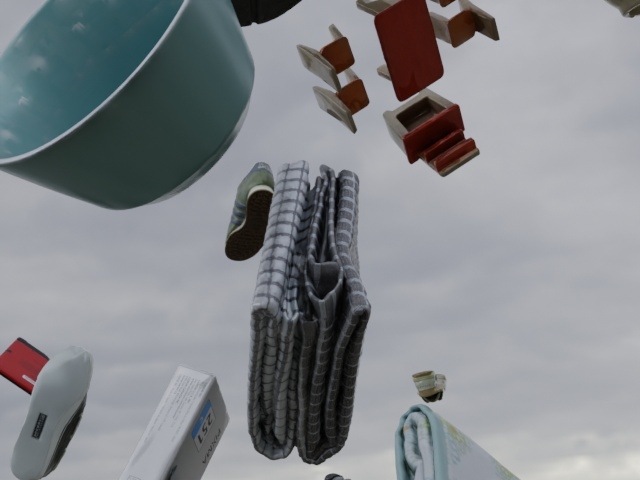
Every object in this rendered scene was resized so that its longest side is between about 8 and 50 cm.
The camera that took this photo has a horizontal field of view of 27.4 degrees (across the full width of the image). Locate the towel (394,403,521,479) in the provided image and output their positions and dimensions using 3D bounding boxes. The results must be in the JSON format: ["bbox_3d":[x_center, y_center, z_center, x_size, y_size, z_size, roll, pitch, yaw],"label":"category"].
[{"bbox_3d":[0.248,0.458,1.999,0.090,0.374,0.320,-37,-64,23],"label":"towel"}]

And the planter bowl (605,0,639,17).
[{"bbox_3d":[0.468,-0.392,1.915,0.162,0.109,0.162,-20,-8,-3],"label":"planter bowl"}]

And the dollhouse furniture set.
[{"bbox_3d":[0.137,-0.229,1.842,0.262,0.135,0.259,-33,-46,-12],"label":"dollhouse furniture set"}]

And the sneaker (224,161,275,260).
[{"bbox_3d":[-0.114,-0.053,2.188,0.064,0.086,0.192,9,-39,-14],"label":"sneaker"}]

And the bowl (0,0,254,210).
[{"bbox_3d":[-0.189,-0.151,1.330,0.312,0.311,0.163,-16,-47,35],"label":"bowl"}]

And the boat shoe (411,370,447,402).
[{"bbox_3d":[0.177,0.241,2.133,0.050,0.045,0.135,-14,-15,16],"label":"boat shoe"}]

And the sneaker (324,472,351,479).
[{"bbox_3d":[0.014,0.504,2.458,0.086,0.132,0.229,-16,-13,23],"label":"sneaker"}]

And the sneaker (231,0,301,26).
[{"bbox_3d":[-0.107,-0.401,1.700,0.447,0.169,0.257,-18,32,-31],"label":"sneaker"}]

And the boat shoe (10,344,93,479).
[{"bbox_3d":[-0.397,0.258,1.983,0.078,0.219,0.070,27,3,18],"label":"boat shoe"}]

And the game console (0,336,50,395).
[{"bbox_3d":[-0.482,0.241,2.257,0.144,0.124,0.085,33,-51,3],"label":"game console"}]

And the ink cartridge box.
[{"bbox_3d":[-0.218,0.365,1.881,0.066,0.296,0.261,17,-32,17],"label":"ink cartridge box"}]

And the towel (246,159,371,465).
[{"bbox_3d":[-0.008,0.081,1.479,0.121,0.235,0.283,6,-45,1],"label":"towel"}]
